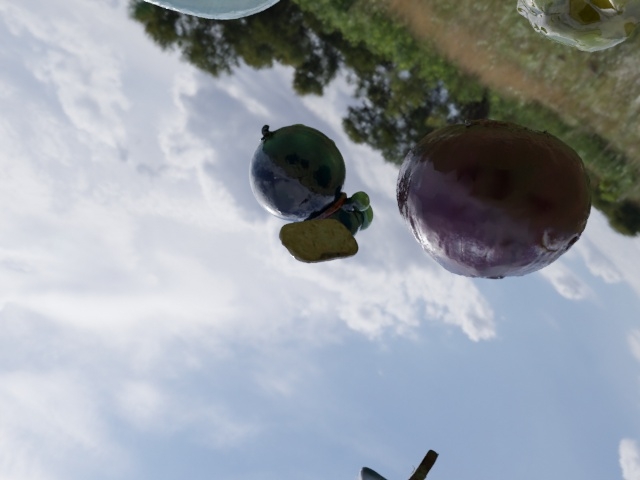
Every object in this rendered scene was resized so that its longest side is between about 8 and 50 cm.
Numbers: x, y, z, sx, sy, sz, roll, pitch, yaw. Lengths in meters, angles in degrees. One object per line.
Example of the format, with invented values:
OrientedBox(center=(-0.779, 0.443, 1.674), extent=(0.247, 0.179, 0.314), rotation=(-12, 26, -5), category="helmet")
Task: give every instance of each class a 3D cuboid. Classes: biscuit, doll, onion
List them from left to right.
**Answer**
OrientedBox(center=(-0.023, -0.107, 1.479), extent=(0.322, 0.198, 0.186), rotation=(50, -147, -19), category="doll")
OrientedBox(center=(0.000, 0.000, 0.996), extent=(0.147, 0.018, 0.071), rotation=(-9, -126, -49), category="biscuit")
OrientedBox(center=(0.292, -0.064, 1.233), extent=(0.336, 0.282, 0.260), rotation=(15, -167, 8), category="onion")

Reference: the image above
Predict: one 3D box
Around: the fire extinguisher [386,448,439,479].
OrientedBox(center=(0.080, 0.490, 1.235), extent=(0.106, 0.337, 0.147), rotation=(45, -169, 6), category="fire extinguisher")

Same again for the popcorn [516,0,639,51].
OrientedBox(center=(0.180, -0.350, 0.604), extent=(0.334, 0.293, 0.293), rotation=(18, -176, -40), category="popcorn")

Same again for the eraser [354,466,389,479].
OrientedBox(center=(0.026, 0.268, 0.491), extent=(0.042, 0.144, 0.312), rotation=(24, 177, 1), category="eraser")

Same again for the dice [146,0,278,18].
OrientedBox(center=(-0.139, -0.435, 0.805), extent=(0.264, 0.263, 0.268), rotation=(8, -132, -26), category="dice")
